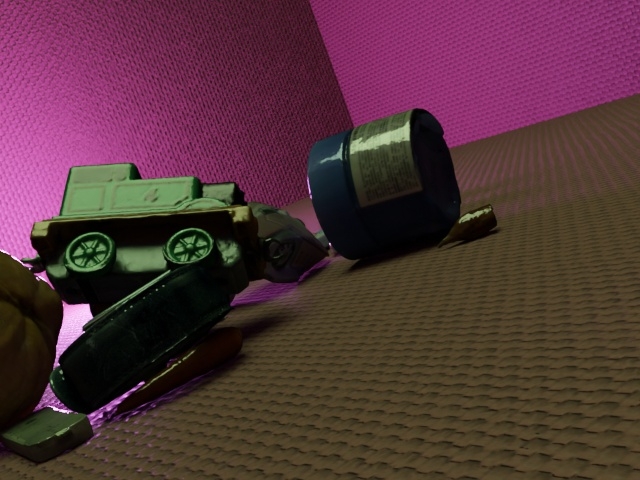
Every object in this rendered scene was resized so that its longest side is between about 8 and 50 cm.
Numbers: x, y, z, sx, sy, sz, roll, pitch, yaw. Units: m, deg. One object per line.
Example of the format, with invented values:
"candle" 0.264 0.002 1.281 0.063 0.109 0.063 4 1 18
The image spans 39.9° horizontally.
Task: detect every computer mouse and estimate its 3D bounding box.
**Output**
"computer mouse" -0.086 -0.012 1.792 0.115 0.199 0.389 -62 -22 16

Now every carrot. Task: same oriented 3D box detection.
"carrot" -0.189 0.178 1.196 0.216 0.048 0.048 -31 11 -36

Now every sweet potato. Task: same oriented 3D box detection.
"sweet potato" 0.250 -0.018 1.498 0.117 0.049 0.049 -31 6 2

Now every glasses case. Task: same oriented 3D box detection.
"glasses case" 0.000 0.000 2.092 0.067 0.045 0.178 -16 8 41

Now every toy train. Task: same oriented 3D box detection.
"toy train" -0.273 -0.007 1.432 0.429 0.249 0.178 -4 -36 2

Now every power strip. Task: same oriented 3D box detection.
"power strip" -0.365 0.252 1.158 0.080 0.029 0.227 -26 9 -31

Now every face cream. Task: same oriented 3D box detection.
"face cream" 0.128 -0.106 1.673 0.225 0.249 0.249 -16 7 26

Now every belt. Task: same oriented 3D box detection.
"belt" -0.251 0.134 1.220 0.267 0.116 0.206 -35 -4 -24

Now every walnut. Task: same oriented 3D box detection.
"walnut" -0.556 0.171 1.297 0.344 0.306 0.306 -22 6 13

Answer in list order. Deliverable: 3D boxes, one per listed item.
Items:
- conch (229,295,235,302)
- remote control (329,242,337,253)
"conch" -0.264 0.069 1.762 0.221 0.185 0.121 19 42 23
"remote control" 0.064 -0.009 1.984 0.078 0.042 0.221 -20 6 9
